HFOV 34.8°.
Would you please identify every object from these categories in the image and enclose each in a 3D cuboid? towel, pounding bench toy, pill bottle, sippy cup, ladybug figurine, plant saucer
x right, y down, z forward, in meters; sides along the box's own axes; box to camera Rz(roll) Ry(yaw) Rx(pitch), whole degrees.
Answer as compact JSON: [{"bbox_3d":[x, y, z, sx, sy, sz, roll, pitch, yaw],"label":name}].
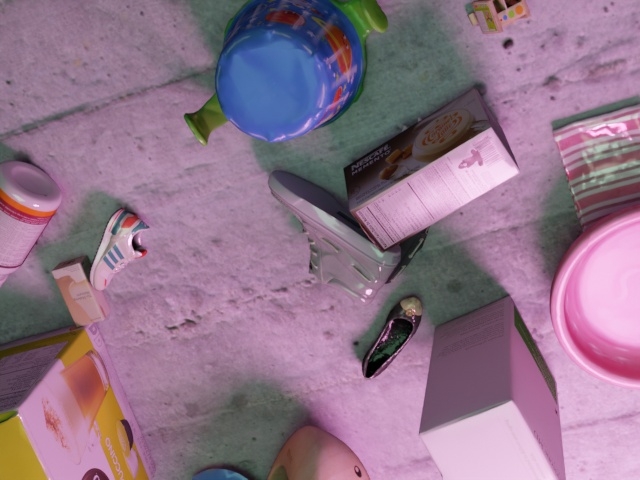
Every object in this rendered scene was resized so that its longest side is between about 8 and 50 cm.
[{"bbox_3d":[0.462,-0.105,1.610,0.144,0.029,0.197,-17,107,14],"label":"towel"},{"bbox_3d":[0.267,-0.349,1.539,0.065,0.083,0.052,-30,108,-15],"label":"pounding bench toy"},{"bbox_3d":[-0.546,-0.019,1.748,0.121,0.121,0.221,36,112,-5],"label":"pill bottle"},{"bbox_3d":[-0.056,-0.253,1.530,0.240,0.224,0.305,23,113,0],"label":"sippy cup"},{"bbox_3d":[-0.023,0.548,1.796,0.162,0.305,0.449,13,104,-16],"label":"ladybug figurine"},{"bbox_3d":[0.530,0.081,1.625,0.332,0.084,0.332,2,117,3],"label":"plant saucer"}]

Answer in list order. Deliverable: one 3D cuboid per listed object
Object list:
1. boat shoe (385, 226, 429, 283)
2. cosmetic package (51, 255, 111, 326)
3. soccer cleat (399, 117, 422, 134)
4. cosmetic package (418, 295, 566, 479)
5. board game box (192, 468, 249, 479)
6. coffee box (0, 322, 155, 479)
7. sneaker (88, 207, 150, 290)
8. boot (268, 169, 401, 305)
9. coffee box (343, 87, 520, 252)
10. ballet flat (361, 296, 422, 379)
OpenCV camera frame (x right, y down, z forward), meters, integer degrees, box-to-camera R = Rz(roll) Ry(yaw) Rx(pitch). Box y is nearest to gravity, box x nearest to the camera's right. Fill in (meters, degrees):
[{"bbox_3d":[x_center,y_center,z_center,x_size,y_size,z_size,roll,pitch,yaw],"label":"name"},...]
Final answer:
[{"bbox_3d":[0.141,-0.011,1.691,0.065,0.075,0.206,18,114,-45],"label":"boat shoe"},{"bbox_3d":[-0.425,0.091,1.814,0.060,0.041,0.115,-17,107,14],"label":"cosmetic package"},{"bbox_3d":[0.136,-0.165,1.640,0.083,0.029,0.036,-31,94,15],"label":"soccer cleat"},{"bbox_3d":[0.272,0.262,1.596,0.155,0.365,0.197,-25,105,17],"label":"cosmetic package"},{"bbox_3d":[-0.182,0.503,1.939,0.133,0.033,0.169,11,107,10],"label":"board game box"},{"bbox_3d":[-0.539,0.390,1.786,0.338,0.334,0.338,-15,108,14],"label":"coffee box"},{"bbox_3d":[-0.346,0.027,1.769,0.075,0.057,0.161,25,109,5],"label":"sneaker"},{"bbox_3d":[0.000,0.000,1.663,0.258,0.095,0.123,36,114,17],"label":"boot"},{"bbox_3d":[0.166,-0.109,1.573,0.246,0.141,0.098,-30,119,16],"label":"coffee box"},{"bbox_3d":[0.126,0.171,1.755,0.057,0.049,0.173,28,112,-3],"label":"ballet flat"}]
